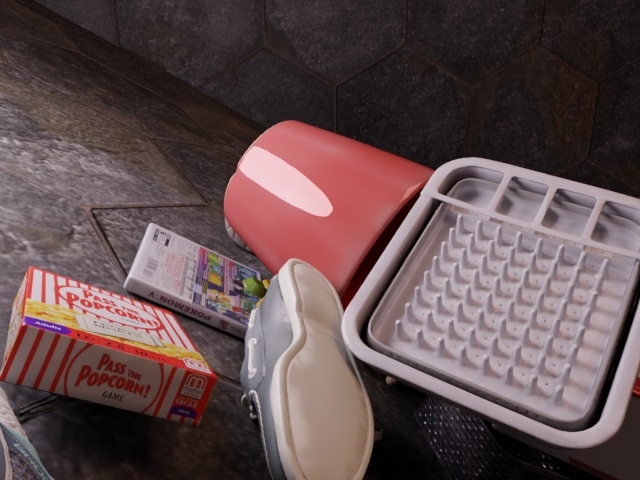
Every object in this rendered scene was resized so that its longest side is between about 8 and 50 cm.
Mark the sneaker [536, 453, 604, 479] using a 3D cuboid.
[{"bbox_3d":[0.357,0.351,0.729,0.108,0.100,0.271,36,14,-29],"label":"sneaker"}]

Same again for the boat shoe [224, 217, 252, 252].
[{"bbox_3d":[0.000,0.000,1.108,0.355,0.132,0.130,29,14,-11],"label":"boat shoe"}]

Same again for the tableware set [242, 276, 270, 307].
[{"bbox_3d":[-0.046,0.098,0.852,0.104,0.024,0.154,47,11,32],"label":"tableware set"}]

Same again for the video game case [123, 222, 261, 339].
[{"bbox_3d":[-0.161,0.054,0.821,0.183,0.023,0.201,26,14,-16],"label":"video game case"}]

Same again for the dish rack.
[{"bbox_3d":[0.210,0.056,0.677,0.285,0.072,0.333,20,54,25],"label":"dish rack"}]

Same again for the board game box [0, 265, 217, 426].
[{"bbox_3d":[-0.185,0.084,0.518,0.147,0.045,0.193,23,-1,-27],"label":"board game box"}]

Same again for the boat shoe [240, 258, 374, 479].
[{"bbox_3d":[-0.026,0.145,0.622,0.116,0.099,0.319,35,23,-23],"label":"boat shoe"}]

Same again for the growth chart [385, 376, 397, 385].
[{"bbox_3d":[0.200,0.128,0.784,0.021,0.172,0.237,55,-28,0],"label":"growth chart"}]

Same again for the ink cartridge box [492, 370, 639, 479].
[{"bbox_3d":[0.330,0.181,0.793,0.197,0.114,0.273,23,14,8],"label":"ink cartridge box"}]

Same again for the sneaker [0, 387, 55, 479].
[{"bbox_3d":[-0.260,0.100,0.359,0.283,0.110,0.122,39,-1,23],"label":"sneaker"}]

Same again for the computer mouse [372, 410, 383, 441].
[{"bbox_3d":[0.009,0.179,0.700,0.106,0.042,0.193,29,8,-23],"label":"computer mouse"}]

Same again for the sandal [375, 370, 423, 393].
[{"bbox_3d":[0.170,0.196,0.921,0.219,0.060,0.090,24,16,-24],"label":"sandal"}]

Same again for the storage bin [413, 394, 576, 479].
[{"bbox_3d":[0.211,0.254,0.759,0.122,0.084,0.180,24,15,-22],"label":"storage bin"}]

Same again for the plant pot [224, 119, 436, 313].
[{"bbox_3d":[0.010,-0.036,0.890,0.243,0.275,0.275,35,15,20],"label":"plant pot"}]
